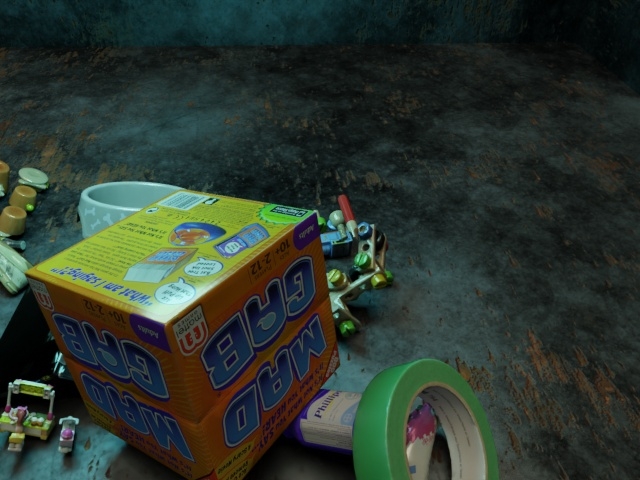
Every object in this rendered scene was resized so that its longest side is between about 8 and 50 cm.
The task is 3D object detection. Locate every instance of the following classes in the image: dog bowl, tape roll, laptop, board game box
[{"bbox_3d":[-0.494,-0.080,1.479,0.349,0.102,0.349,6,18,-2],"label":"dog bowl"},{"bbox_3d":[0.193,0.373,0.935,0.321,0.077,0.321,23,55,-36],"label":"tape roll"},{"bbox_3d":[-0.527,0.232,1.274,0.408,0.236,0.382,-22,37,16],"label":"laptop"},{"bbox_3d":[-0.224,0.153,0.982,0.357,0.356,0.356,12,34,33],"label":"board game box"}]

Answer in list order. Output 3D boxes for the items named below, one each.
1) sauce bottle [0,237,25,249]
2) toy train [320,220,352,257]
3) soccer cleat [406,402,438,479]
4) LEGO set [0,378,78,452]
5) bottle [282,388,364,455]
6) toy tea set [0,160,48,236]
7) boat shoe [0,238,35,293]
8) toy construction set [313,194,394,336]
[{"bbox_3d":[-0.896,0.011,1.499,0.128,0.042,0.042,2,41,-2],"label":"sauce bottle"},{"bbox_3d":[0.000,0.000,1.521,0.184,0.080,0.105,-9,48,-12],"label":"toy train"},{"bbox_3d":[0.151,0.451,0.993,0.143,0.116,0.331,44,47,8],"label":"soccer cleat"},{"bbox_3d":[-0.616,0.338,1.015,0.287,0.107,0.132,6,21,-30],"label":"LEGO set"},{"bbox_3d":[0.004,0.343,1.034,0.283,0.092,0.118,-5,17,36],"label":"bottle"},{"bbox_3d":[-0.960,-0.116,1.616,0.200,0.124,0.336,19,28,-26],"label":"toy tea set"},{"bbox_3d":[-0.875,0.031,1.407,0.285,0.104,0.089,31,69,16],"label":"boat shoe"},{"bbox_3d":[0.071,0.082,1.277,0.257,0.309,0.237,-12,47,-4],"label":"toy construction set"}]
